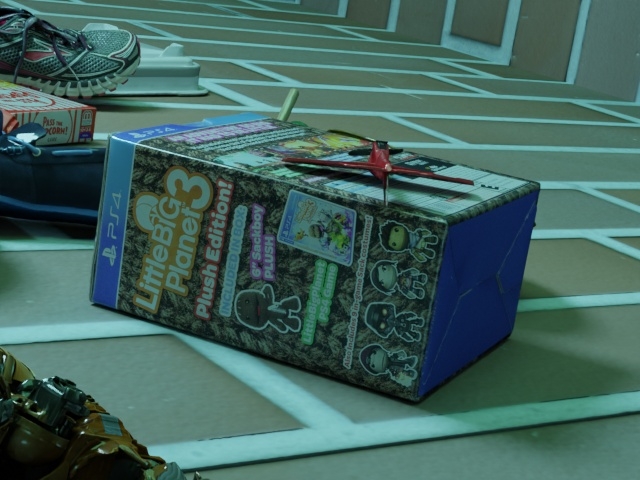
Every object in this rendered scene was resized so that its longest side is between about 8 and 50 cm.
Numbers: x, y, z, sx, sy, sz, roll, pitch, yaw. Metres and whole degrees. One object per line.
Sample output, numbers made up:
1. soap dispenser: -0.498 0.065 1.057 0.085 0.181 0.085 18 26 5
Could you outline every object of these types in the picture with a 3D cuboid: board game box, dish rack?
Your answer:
1. board game box: 0.000 0.000 1.175 0.291 0.141 0.232 15 15 23
2. board game box: -0.392 -0.157 1.736 0.193 0.045 0.147 18 17 31
3. dish rack: -0.364 -0.284 2.208 0.286 0.072 0.333 22 20 38

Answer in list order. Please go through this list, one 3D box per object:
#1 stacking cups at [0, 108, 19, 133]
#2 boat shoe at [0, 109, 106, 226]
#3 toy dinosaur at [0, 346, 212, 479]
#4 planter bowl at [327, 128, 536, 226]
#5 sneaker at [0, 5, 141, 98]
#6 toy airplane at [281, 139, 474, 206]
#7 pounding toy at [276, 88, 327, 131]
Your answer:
1. stacking cups: -0.452 -0.169 1.419 0.316 0.096 0.096 24 14 -4
2. boat shoe: -0.274 -0.067 1.339 0.258 0.089 0.109 9 -10 -26
3. toy dinosaur: -0.197 0.108 0.717 0.322 0.164 0.218 -4 -8 28
4. planter bowl: 0.087 -0.019 1.357 0.217 0.090 0.217 24 -2 1
5. sneaker: -0.382 -0.259 1.939 0.299 0.112 0.121 -7 36 -30
6. toy airplane: 0.044 -0.055 1.072 0.151 0.028 0.151 7 14 -2
7. pounding toy: -0.039 -0.073 1.437 0.100 0.141 0.130 19 17 35
